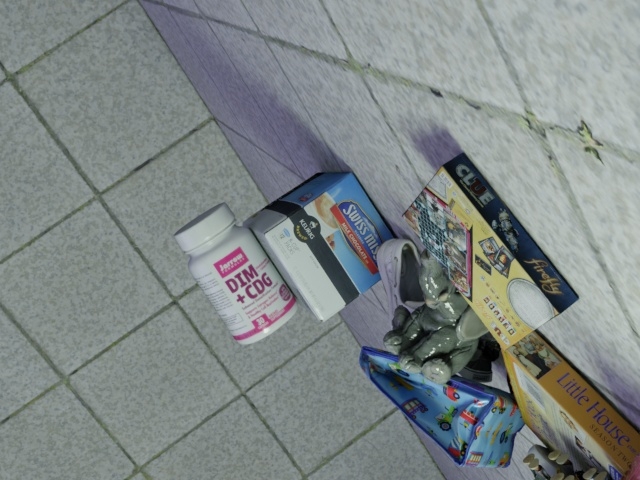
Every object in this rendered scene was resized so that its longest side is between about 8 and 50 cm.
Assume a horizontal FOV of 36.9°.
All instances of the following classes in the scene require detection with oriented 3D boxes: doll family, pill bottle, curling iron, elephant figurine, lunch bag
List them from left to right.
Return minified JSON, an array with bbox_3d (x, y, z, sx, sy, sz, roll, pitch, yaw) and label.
[{"bbox_3d":[-0.186,0.070,2.076,0.283,0.160,0.160,57,172,-11],"label":"pill bottle"},{"bbox_3d":[0.207,0.283,1.740,0.293,0.138,0.221,27,-178,33],"label":"lunch bag"},{"bbox_3d":[0.219,0.106,1.569,0.169,0.239,0.186,29,-152,8],"label":"elephant figurine"},{"bbox_3d":[0.346,0.249,1.763,0.068,0.035,0.274,12,147,38],"label":"curling iron"},{"bbox_3d":[0.396,0.385,1.457,0.111,0.076,0.193,61,168,-17],"label":"doll family"}]

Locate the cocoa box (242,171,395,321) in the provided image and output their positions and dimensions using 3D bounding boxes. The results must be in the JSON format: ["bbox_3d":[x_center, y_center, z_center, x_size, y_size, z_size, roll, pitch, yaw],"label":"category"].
[{"bbox_3d":[0.000,0.000,2.101,0.231,0.228,0.347,57,172,-10],"label":"cocoa box"}]

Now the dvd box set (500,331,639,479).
[{"bbox_3d":[0.451,0.350,1.474,0.420,0.062,0.307,48,171,39],"label":"dvd box set"}]

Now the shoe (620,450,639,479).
[{"bbox_3d":[0.421,0.312,1.251,0.178,0.063,0.081,-19,86,52],"label":"shoe"}]

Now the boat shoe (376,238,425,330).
[{"bbox_3d":[0.187,0.129,1.881,0.277,0.098,0.096,69,160,-3],"label":"boat shoe"}]

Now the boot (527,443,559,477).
[{"bbox_3d":[0.414,0.461,1.704,0.258,0.123,0.095,39,-170,-36],"label":"boot"}]

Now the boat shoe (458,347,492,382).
[{"bbox_3d":[0.293,0.228,1.923,0.219,0.077,0.070,-160,77,-74],"label":"boat shoe"}]

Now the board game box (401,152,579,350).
[{"bbox_3d":[0.223,0.019,1.304,0.243,0.042,0.165,54,154,10],"label":"board game box"}]
